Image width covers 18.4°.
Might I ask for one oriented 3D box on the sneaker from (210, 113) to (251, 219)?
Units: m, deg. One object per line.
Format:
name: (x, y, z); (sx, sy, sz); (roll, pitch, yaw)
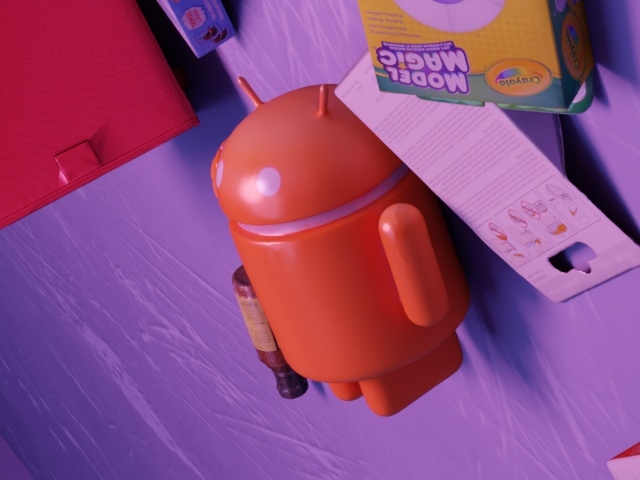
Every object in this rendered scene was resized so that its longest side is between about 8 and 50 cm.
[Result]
sneaker: (0.000, 0.000, 1.331); (0.221, 0.083, 0.087); (51, 153, 18)

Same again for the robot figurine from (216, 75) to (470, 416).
robot figurine: (0.012, -0.002, 1.205); (0.158, 0.128, 0.219); (-83, -26, -63)

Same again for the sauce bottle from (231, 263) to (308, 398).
sauce bottle: (-0.039, 0.075, 1.614); (0.042, 0.042, 0.128); (39, 151, 49)

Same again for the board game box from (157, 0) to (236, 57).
board game box: (-0.129, -0.225, 1.309); (0.160, 0.039, 0.211); (55, 178, 17)

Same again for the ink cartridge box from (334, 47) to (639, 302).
ink cartridge box: (0.099, -0.052, 1.065); (0.179, 0.045, 0.145); (42, 162, -3)

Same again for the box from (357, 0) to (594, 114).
box: (0.066, -0.128, 0.923); (0.105, 0.043, 0.179); (7, 135, 29)

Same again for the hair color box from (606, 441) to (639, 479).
hair color box: (0.214, 0.132, 0.981); (0.093, 0.053, 0.167); (61, 164, 2)

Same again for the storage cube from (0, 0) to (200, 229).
storage cube: (-0.224, -0.130, 1.497); (0.193, 0.215, 0.183); (63, 176, -8)
